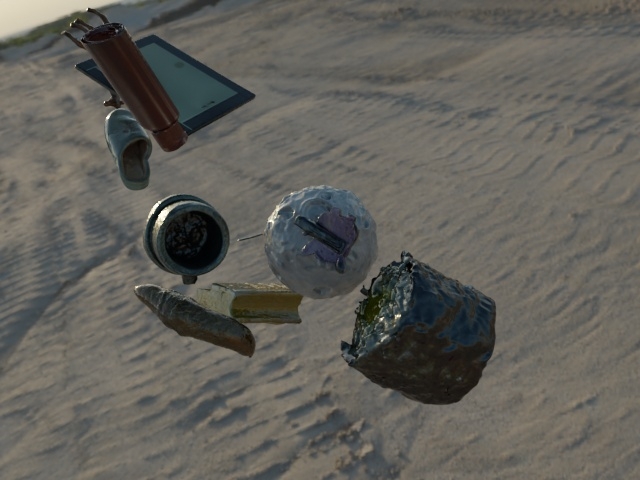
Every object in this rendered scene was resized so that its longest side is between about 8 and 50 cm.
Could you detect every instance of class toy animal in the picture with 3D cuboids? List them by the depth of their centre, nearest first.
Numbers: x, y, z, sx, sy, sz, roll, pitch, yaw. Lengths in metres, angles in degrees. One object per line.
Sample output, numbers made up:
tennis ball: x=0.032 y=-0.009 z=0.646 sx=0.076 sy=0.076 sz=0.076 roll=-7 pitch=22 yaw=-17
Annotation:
toy animal: x=-0.586 y=-0.488 z=1.805 sx=0.066 sy=0.230 sz=0.224 roll=-23 pitch=34 yaw=44

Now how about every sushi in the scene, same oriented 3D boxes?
sushi: x=0.242 y=0.215 z=1.601 sx=0.299 sy=0.294 sz=0.281 roll=-54 pitch=15 yaw=23

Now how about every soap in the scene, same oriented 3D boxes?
soap: x=-0.239 y=0.212 z=2.225 sx=0.281 sy=0.142 sz=0.259 roll=3 pitch=0 yaw=-42

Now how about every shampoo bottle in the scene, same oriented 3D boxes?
shampoo bottle: x=-0.339 y=-0.281 z=1.270 sx=0.102 sy=0.260 sz=0.064 roll=7 pitch=52 yaw=34

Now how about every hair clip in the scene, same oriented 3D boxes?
hair clip: x=0.018 y=-0.014 z=1.673 sx=0.187 sy=0.146 sz=0.056 roll=26 pitch=3 yaw=30

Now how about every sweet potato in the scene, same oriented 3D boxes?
sweet potato: x=-0.312 y=0.186 z=1.605 sx=0.342 sy=0.092 sz=0.114 roll=25 pitch=-9 yaw=7

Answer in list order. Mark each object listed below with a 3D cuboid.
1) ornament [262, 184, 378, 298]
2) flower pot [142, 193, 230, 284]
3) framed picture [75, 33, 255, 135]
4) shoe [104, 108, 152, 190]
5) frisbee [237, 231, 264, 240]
ornament: x=0.000 y=0.000 z=1.932 sx=0.337 sy=0.336 sz=0.337 roll=-15 pitch=23 yaw=6
flower pot: x=-0.439 y=-0.006 z=2.260 sx=0.299 sy=0.298 sz=0.283 roll=-26 pitch=17 yaw=-20
framed picture: x=-0.367 y=-0.379 z=1.607 sx=0.347 sy=0.016 sz=0.265 roll=32 pitch=45 yaw=16
shoe: x=-0.513 y=-0.262 z=1.826 sx=0.103 sy=0.250 sz=0.100 roll=-5 pitch=-20 yaw=-38
frisbee: x=-0.180 y=-0.034 z=2.394 sx=0.211 sy=0.012 sz=0.187 roll=-21 pitch=7 yaw=-23
